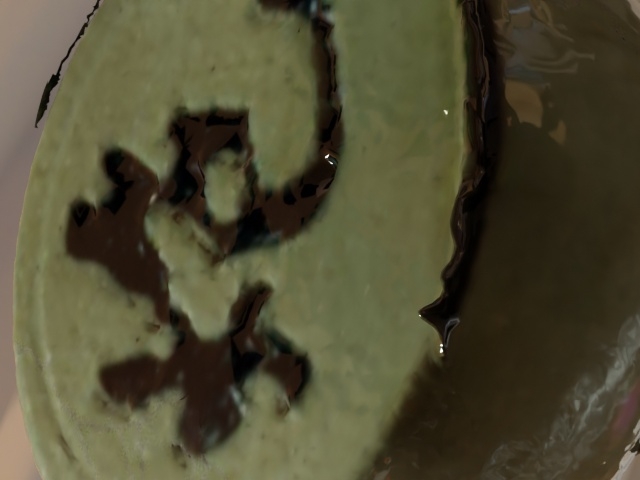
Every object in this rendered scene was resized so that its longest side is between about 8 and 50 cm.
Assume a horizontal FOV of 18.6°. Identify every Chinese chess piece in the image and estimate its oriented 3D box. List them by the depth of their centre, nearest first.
[{"bbox_3d":[0.000,0.000,0.865,0.146,0.349,0.349,17,-87,-39],"label":"Chinese chess piece"}]
